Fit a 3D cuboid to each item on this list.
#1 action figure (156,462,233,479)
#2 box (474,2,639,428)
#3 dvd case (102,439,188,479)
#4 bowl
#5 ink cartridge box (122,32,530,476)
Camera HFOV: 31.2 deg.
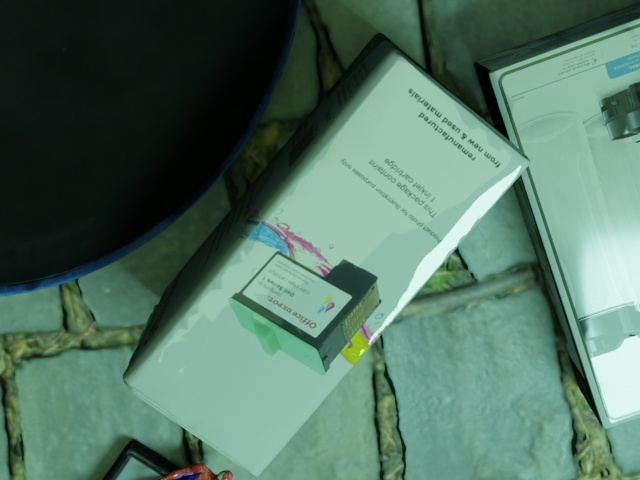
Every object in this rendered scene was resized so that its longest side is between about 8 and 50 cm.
[{"bbox_3d":[-0.125,0.208,0.928,0.115,0.030,0.038,-20,97,1],"label":"action figure"},{"bbox_3d":[0.242,-0.023,0.864,0.169,0.087,0.290,-18,103,4],"label":"box"},{"bbox_3d":[-0.104,0.306,0.975,0.253,0.022,0.180,34,101,-7],"label":"dvd case"},{"bbox_3d":[-0.173,-0.131,0.712,0.077,0.391,0.391,41,104,35],"label":"bowl"},{"bbox_3d":[0.000,0.000,0.810,0.117,0.201,0.278,39,100,-8],"label":"ink cartridge box"}]
